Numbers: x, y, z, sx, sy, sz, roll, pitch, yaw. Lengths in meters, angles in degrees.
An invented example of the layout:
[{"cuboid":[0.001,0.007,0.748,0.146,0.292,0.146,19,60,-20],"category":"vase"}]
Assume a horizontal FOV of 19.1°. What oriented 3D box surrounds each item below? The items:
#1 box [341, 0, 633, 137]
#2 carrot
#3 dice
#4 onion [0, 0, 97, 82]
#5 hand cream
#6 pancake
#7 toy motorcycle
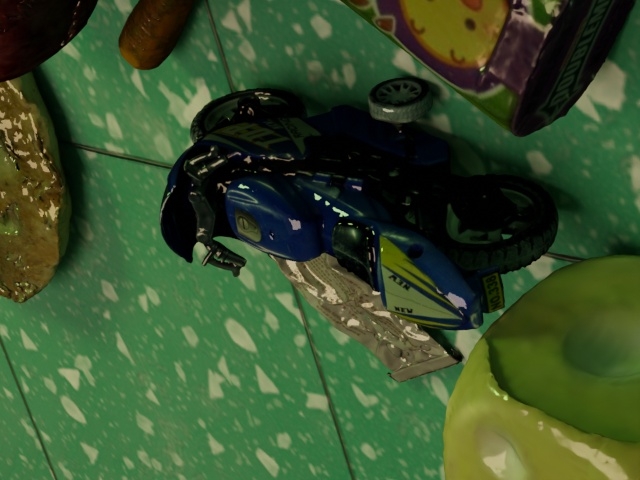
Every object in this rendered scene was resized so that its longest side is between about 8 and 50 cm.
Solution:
[{"cuboid":[0.022,-0.213,1.104,0.345,0.097,0.134,39,136,21],"category":"box"},{"cuboid":[-0.106,-0.180,1.346,0.042,0.042,0.171,47,145,11],"category":"carrot"},{"cuboid":[0.185,0.125,1.139,0.166,0.169,0.169,26,138,37],"category":"dice"},{"cuboid":[-0.243,-0.225,1.226,0.252,0.219,0.252,180,90,-69],"category":"onion"},{"cuboid":[-0.002,0.002,1.378,0.257,0.050,0.084,53,144,-4],"category":"hand cream"},{"cuboid":[-0.337,-0.100,1.687,0.356,0.065,0.356,34,142,31],"category":"pancake"},{"cuboid":[0.005,-0.024,1.229,0.315,0.169,0.113,24,135,39],"category":"toy motorcycle"}]
